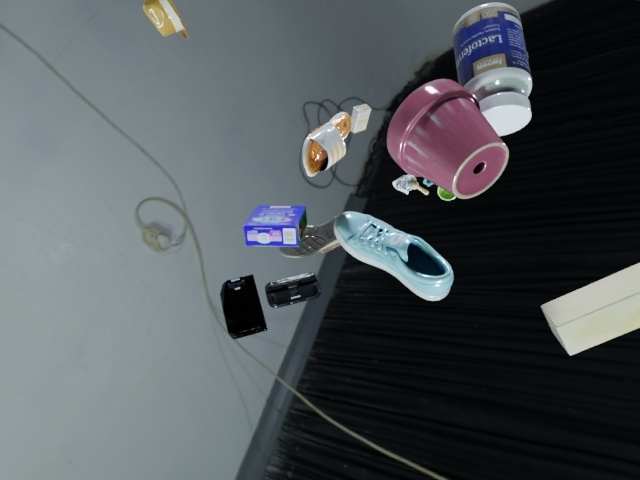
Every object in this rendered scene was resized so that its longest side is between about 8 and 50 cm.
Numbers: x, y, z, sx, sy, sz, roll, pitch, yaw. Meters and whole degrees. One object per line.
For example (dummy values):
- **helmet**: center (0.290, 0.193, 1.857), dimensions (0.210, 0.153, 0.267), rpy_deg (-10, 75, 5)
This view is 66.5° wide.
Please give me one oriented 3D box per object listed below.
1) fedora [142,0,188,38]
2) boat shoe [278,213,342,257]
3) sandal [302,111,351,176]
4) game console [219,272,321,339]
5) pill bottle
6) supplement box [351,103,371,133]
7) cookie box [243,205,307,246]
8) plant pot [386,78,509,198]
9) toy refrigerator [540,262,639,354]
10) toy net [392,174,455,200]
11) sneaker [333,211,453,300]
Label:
- **fedora**: center (-0.481, -0.687, 1.484), dimensions (0.079, 0.194, 0.194), rpy_deg (-35, 116, -6)
- **boat shoe**: center (0.000, 0.000, 1.892), dimensions (0.116, 0.324, 0.123), rpy_deg (68, 7, -69)
- **sandal**: center (0.039, -0.275, 1.335), dimensions (0.265, 0.076, 0.102), rpy_deg (-54, 139, -36)
- **game console**: center (-0.172, 0.211, 1.759), dimensions (0.361, 0.044, 0.213), rpy_deg (-13, 67, -11)
- **pill bottle**: center (0.386, -0.378, 1.094), dimensions (0.153, 0.153, 0.264), rpy_deg (19, 62, -44)
- **supplement box**: center (0.149, -0.462, 1.852), dimensions (0.062, 0.036, 0.098), rpy_deg (-24, 147, -30)
- **cookie box**: center (-0.074, -0.027, 0.838), dimensions (0.107, 0.092, 0.040), rpy_deg (-72, 162, -67)
- **plant pot**: center (0.260, -0.186, 0.965), dimensions (0.201, 0.201, 0.180), rpy_deg (16, 31, -45)
- **toy refrigerator**: center (0.654, 0.149, 1.089), dimensions (0.094, 0.269, 0.102), rpy_deg (60, 13, -16)
- **toy net**: center (0.361, -0.204, 1.706), dimensions (0.045, 0.232, 0.122), rpy_deg (-61, 146, -48)
- **sneaker**: center (0.198, 0.010, 1.298), dimensions (0.135, 0.366, 0.150), rpy_deg (-53, 165, -24)
